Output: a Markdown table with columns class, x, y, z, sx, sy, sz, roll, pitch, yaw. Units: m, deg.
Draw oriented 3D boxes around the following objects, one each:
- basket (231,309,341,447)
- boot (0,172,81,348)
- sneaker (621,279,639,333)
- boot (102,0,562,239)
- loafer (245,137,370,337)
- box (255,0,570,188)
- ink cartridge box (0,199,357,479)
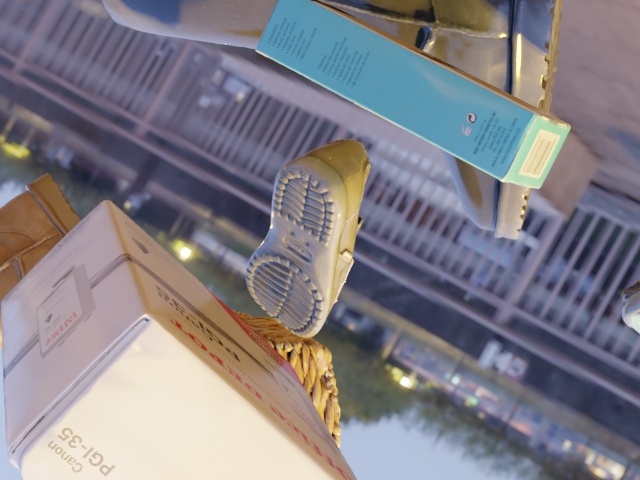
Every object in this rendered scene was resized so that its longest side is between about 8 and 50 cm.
| class | x | y | z | sx | sy | sz | roll | pitch | yaw |
| --- | --- | --- | --- | --- | --- | --- | --- | --- | --- |
| basket | -0.120 | 0.224 | 1.526 | 0.213 | 0.299 | 0.223 | 5 | -175 | -36 |
| boot | -0.294 | 0.096 | 1.220 | 0.236 | 0.269 | 0.089 | 51 | 167 | 23 |
| sneaker | 0.361 | 0.126 | 1.169 | 0.262 | 0.125 | 0.104 | 31 | 156 | 1 |
| boot | 0.003 | -0.191 | 1.363 | 0.445 | 0.146 | 0.367 | 10 | 131 | 11 |
| loafer | 0.000 | 0.000 | 1.271 | 0.094 | 0.087 | 0.251 | 39 | 146 | 13 |
| box | 0.074 | -0.124 | 1.141 | 0.244 | 0.060 | 0.100 | 30 | -169 | 23 |
| ink cartridge box | -0.094 | 0.108 | 0.909 | 0.207 | 0.117 | 0.283 | 44 | -179 | -20 |
